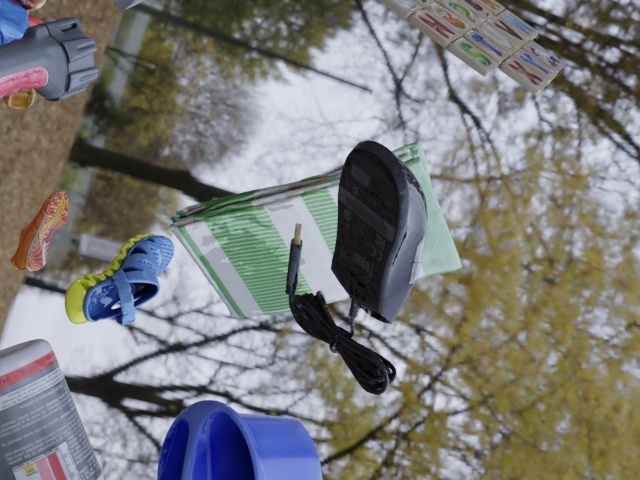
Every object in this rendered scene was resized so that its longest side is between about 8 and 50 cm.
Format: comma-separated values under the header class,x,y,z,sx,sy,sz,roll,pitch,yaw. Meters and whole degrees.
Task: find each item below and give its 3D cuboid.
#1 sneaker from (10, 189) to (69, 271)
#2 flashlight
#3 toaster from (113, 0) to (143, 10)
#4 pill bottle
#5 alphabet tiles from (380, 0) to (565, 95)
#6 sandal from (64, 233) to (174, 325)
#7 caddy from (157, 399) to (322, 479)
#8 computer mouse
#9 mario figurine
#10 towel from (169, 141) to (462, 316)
class,x,y,z,sx,sy,sz,roll,pitch,yaw
sneaker,-0.522,-0.024,1.867,0.067,0.064,0.175,5,-124,28
flashlight,-0.386,-0.175,1.185,0.103,0.103,0.304,-40,177,36
toaster,-0.314,-0.512,1.761,0.110,0.168,0.185,-24,-168,39
pill bottle,-0.480,0.363,1.650,0.210,0.210,0.363,-10,-78,68
alphabet tiles,0.155,-0.305,1.280,0.011,0.342,0.285,-57,172,31
sandal,-0.396,0.092,2.144,0.317,0.138,0.126,-49,144,-49
caddy,-0.130,0.399,1.439,0.241,0.179,0.342,-19,-109,43
computer mouse,0.036,0.006,1.000,0.184,0.060,0.262,36,-48,45
mario figurine,-0.551,-0.354,1.736,0.198,0.170,0.321,65,14,-51
towel,0.000,0.000,1.301,0.248,0.324,0.038,63,15,-48
